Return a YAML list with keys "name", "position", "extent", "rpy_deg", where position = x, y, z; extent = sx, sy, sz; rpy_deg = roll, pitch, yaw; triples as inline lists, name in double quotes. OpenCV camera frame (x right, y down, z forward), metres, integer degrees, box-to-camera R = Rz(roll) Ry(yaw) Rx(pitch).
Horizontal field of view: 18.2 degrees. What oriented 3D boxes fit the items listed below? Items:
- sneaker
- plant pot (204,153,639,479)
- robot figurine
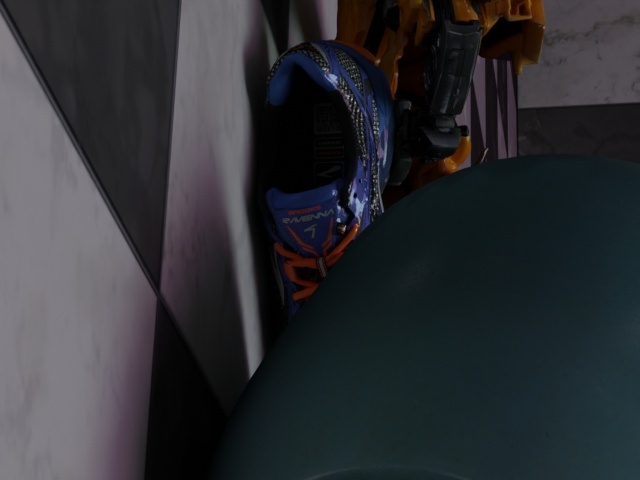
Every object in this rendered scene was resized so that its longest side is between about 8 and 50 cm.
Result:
- name: "sneaker"
  position: [0.000, 0.000, 1.028]
  extent: [0.087, 0.083, 0.221]
  rpy_deg: [18, 61, -72]
- name: "plant pot"
  position: [0.080, 0.132, 0.840]
  extent: [0.235, 0.293, 0.293]
  rpy_deg: [-38, 127, -63]
- name: "robot figurine"
  position: [0.061, -0.114, 1.157]
  extent: [0.291, 0.085, 0.211]
  rpy_deg: [114, -25, -63]
